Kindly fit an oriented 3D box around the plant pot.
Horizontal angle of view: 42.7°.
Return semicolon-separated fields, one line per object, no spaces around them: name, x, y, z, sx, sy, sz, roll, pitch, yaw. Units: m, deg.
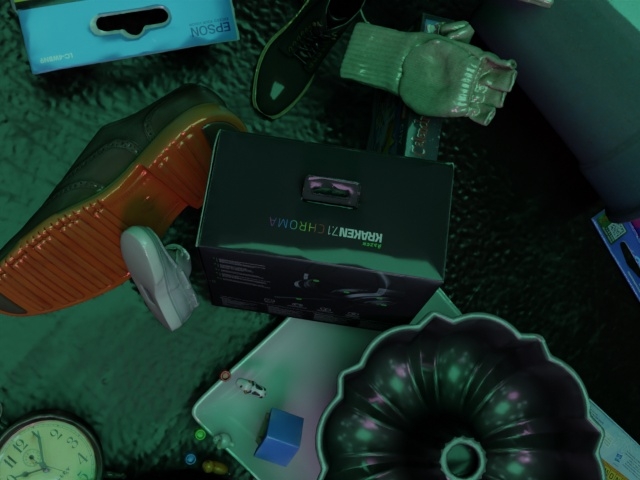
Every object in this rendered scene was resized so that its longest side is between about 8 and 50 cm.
plant pot;0.396;-0.258;1.057;0.341;0.341;0.334;-44;91;-13

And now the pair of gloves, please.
pair of gloves;0.149;-0.261;0.940;0.204;0.042;0.240;27;92;17

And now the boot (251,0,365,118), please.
boot;-0.018;-0.240;1.010;0.077;0.137;0.198;27;96;-16

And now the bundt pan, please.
bundt pan;0.149;0.248;0.946;0.331;0.124;0.331;1;81;-6

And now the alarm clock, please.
alarm clock;-0.333;0.250;0.952;0.129;0.064;0.192;-45;102;-13

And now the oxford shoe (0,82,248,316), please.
oxford shoe;-0.252;-0.048;0.976;0.363;0.133;0.130;-37;138;-2

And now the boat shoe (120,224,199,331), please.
boat shoe;-0.180;0.037;0.959;0.066;0.184;0.063;32;61;33

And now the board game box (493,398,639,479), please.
board game box;0.303;0.375;1.094;0.318;0.066;0.318;42;78;-21

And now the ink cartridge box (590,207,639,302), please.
ink cartridge box;0.572;-0.040;1.221;0.311;0.065;0.186;-32;96;-13

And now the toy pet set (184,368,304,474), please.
toy pet set;-0.086;0.230;0.971;0.114;0.065;0.122;22;83;-11

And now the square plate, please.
square plate;0.067;0.217;1.073;0.347;0.049;0.344;-44;99;-13

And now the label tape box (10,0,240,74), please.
label tape box;-0.259;-0.379;0.978;0.249;0.115;0.348;-14;94;-15

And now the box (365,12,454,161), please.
box;0.105;-0.150;1.043;0.044;0.159;0.233;9;85;-15

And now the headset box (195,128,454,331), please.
headset box;0.000;0.000;0.908;0.246;0.283;0.131;8;73;0

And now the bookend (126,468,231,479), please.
bookend;-0.166;0.316;0.920;0.156;0.157;0.072;3;86;-46

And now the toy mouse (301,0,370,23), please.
toy mouse;0.022;-0.345;1.095;0.161;0.031;0.143;-39;97;-14
